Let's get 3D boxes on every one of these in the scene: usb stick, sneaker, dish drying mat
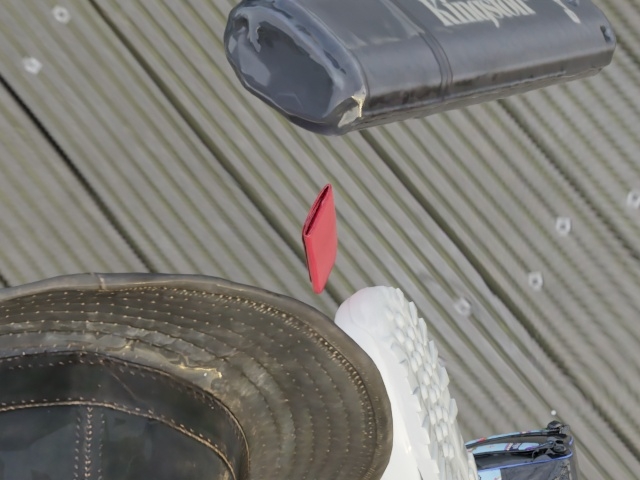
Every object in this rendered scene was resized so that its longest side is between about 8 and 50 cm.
[{"bbox_3d":[0.056,-0.092,0.795,0.077,0.278,0.045,38,117,21],"label":"usb stick"},{"bbox_3d":[0.033,0.123,1.003,0.095,0.235,0.090,-5,41,14],"label":"sneaker"},{"bbox_3d":[0.000,0.000,0.907,0.008,0.083,0.032,21,71,12],"label":"dish drying mat"}]

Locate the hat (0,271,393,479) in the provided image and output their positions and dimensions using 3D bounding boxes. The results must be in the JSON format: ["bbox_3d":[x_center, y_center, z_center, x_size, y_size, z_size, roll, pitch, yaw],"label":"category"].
[{"bbox_3d":[-0.114,0.148,0.747,0.331,0.331,0.134,-12,57,6],"label":"hat"}]

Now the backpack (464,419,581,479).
[{"bbox_3d":[0.194,0.270,1.871,0.173,0.158,0.117,-11,91,8],"label":"backpack"}]
